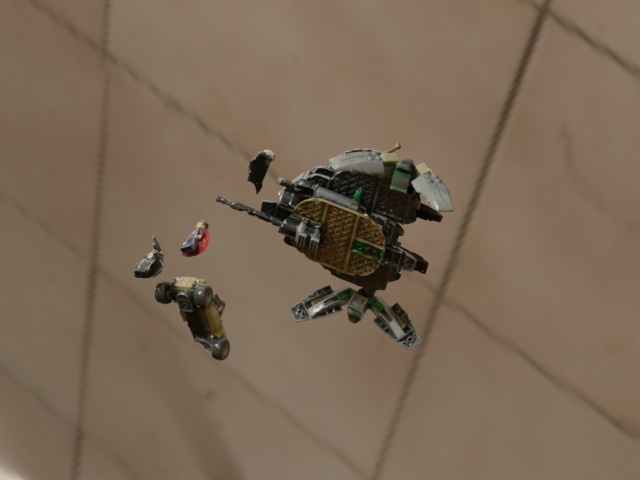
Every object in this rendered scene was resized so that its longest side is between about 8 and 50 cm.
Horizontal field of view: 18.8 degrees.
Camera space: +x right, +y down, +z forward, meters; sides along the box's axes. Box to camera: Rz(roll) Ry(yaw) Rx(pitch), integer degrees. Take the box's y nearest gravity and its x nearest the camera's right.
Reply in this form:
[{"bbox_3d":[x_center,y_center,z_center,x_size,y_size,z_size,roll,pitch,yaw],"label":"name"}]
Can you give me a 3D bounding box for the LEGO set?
[{"bbox_3d":[-0.002,-0.002,0.415,0.083,0.023,0.054,-3,127,31],"label":"LEGO set"}]
